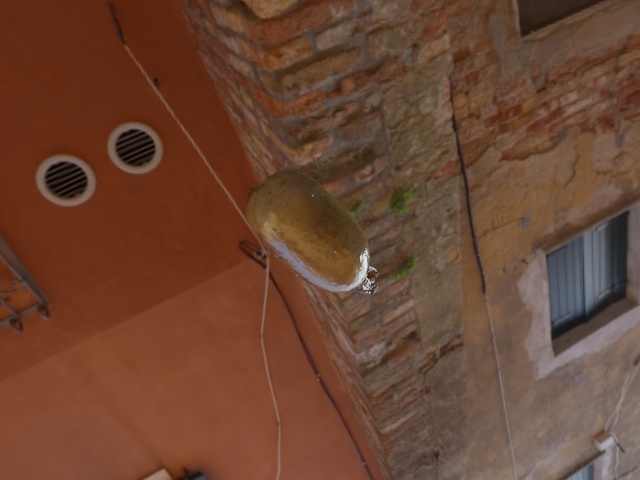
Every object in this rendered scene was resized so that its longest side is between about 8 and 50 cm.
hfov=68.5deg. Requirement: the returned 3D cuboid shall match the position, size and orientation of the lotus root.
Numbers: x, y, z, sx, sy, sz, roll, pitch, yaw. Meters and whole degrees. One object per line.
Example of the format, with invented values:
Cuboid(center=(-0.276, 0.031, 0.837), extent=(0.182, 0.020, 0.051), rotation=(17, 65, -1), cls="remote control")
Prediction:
Cuboid(center=(0.000, 0.000, 0.944), extent=(0.151, 0.343, 0.169), rotation=(-25, -154, 55), cls="lotus root")
